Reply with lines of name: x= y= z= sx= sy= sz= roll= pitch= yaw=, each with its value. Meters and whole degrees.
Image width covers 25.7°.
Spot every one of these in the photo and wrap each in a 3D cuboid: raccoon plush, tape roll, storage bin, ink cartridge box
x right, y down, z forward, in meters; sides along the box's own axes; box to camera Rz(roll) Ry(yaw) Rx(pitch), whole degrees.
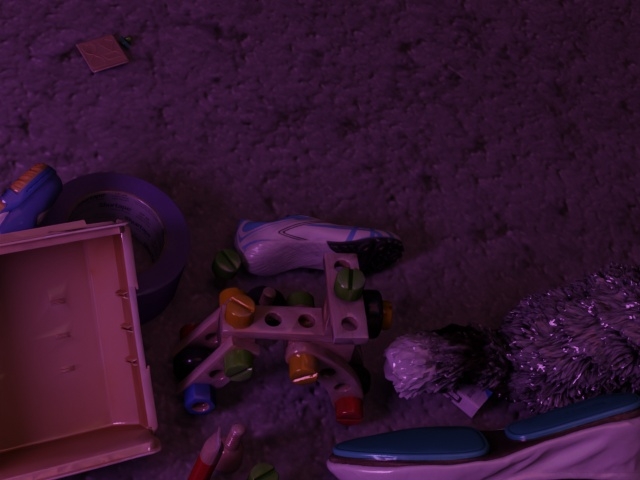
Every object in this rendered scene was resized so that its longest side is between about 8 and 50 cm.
raccoon plush: x=0.339 y=0.114 z=1.730 sx=0.446 sy=0.299 sz=0.216 roll=-10 pitch=62 yaw=-34
tape roll: x=-0.263 y=0.012 z=1.761 sx=0.188 sy=0.080 sz=0.189 roll=9 pitch=52 yaw=-12
storage bin: x=-0.315 y=0.123 z=1.550 sx=0.260 sy=0.123 sz=0.262 roll=-11 pitch=99 yaw=-25
ink cartridge box: x=0.181 y=0.184 z=1.822 sx=0.083 sy=0.028 sz=0.048 roll=40 pitch=52 yaw=11

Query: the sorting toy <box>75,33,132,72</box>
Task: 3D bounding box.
sorting toy: x=-0.298 y=-0.268 z=1.992 sx=0.083 sy=0.012 sz=0.062 roll=-21 pitch=60 yaw=-27

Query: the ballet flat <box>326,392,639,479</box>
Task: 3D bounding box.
ballet flat: x=0.212 y=0.281 z=1.687 sx=0.400 sy=0.139 sz=0.139 roll=-9 pitch=57 yaw=-3

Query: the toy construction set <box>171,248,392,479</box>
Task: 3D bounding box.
toy construction set: x=-0.051 y=0.136 z=1.643 sx=0.257 sy=0.237 sz=0.309 roll=27 pitch=52 yaw=1

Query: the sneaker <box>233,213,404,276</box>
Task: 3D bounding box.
sneaker: x=0.000 y=0.000 z=1.861 sx=0.237 sy=0.085 sz=0.086 roll=1 pitch=48 yaw=-22

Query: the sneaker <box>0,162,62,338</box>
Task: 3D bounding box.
sneaker: x=-0.371 y=0.054 z=1.652 sx=0.131 sy=0.112 sz=0.296 roll=32 pitch=79 yaw=-6
